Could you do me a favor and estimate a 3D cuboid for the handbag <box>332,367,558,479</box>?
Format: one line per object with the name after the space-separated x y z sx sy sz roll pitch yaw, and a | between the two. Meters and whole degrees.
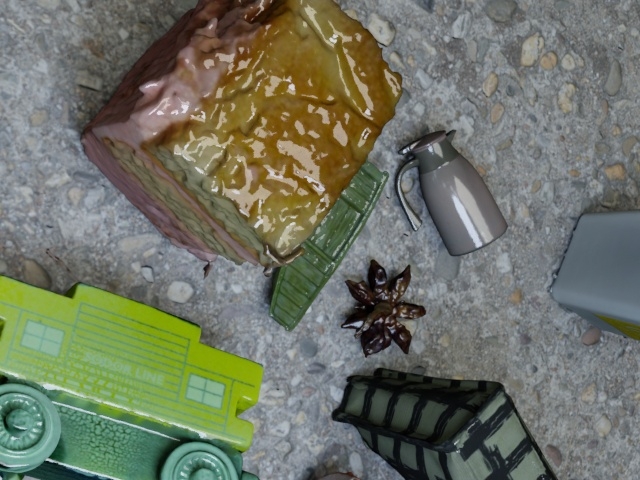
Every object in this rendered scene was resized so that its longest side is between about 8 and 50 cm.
0.204 0.349 1.556 0.162 0.327 0.325 -40 111 -25 | handbag

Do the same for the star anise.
0.097 0.108 1.643 0.167 0.057 0.168 2 87 -40 | star anise

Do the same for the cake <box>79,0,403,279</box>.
-0.109 -0.157 1.371 0.293 0.306 0.314 46 70 -20 | cake

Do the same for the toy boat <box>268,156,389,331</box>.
0.000 0.000 1.581 0.093 0.055 0.293 40 72 -26 | toy boat

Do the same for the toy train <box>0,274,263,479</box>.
-0.268 0.208 1.322 0.442 0.179 0.272 22 56 -21 | toy train

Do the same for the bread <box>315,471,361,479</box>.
0.002 0.434 1.498 0.212 0.224 0.142 -45 112 2 | bread

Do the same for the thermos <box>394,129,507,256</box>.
0.194 -0.074 1.675 0.137 0.105 0.193 -28 104 5 | thermos

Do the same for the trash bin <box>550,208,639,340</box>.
0.596 0.050 1.753 0.255 0.367 0.296 28 80 -30 | trash bin
